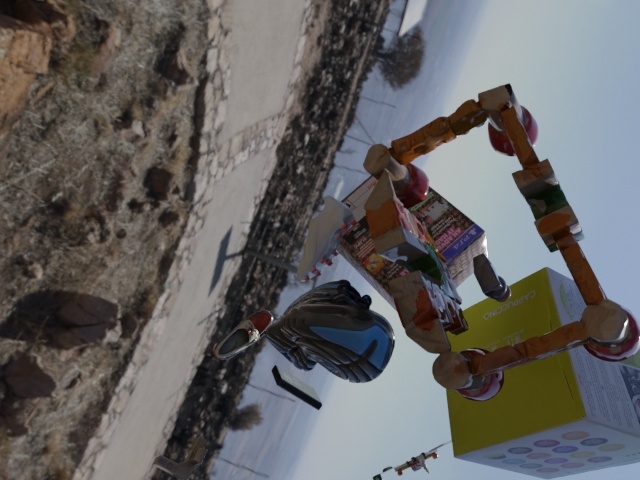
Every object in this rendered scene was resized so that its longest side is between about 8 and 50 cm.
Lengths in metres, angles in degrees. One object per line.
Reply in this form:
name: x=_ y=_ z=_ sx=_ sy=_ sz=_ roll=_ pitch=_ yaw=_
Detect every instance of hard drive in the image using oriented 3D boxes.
hard drive: x=-0.061 y=0.380 z=1.402 sx=0.022 sy=0.135 sz=0.094 roll=-54 pitch=-162 yaw=0

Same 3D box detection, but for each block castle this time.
block castle: x=0.274 y=0.009 z=0.886 sx=0.212 sy=0.302 sz=0.454 roll=26 pitch=43 yaw=-56

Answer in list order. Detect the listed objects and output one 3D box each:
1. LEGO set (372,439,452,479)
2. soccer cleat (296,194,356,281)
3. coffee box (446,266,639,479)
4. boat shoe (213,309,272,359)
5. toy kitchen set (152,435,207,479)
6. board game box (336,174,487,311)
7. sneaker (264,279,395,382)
LEGO set: x=0.246 y=0.605 z=1.442 sx=0.182 sy=0.060 sz=0.244 roll=-41 pitch=151 yaw=28
soccer cleat: x=0.000 y=0.000 z=1.039 sx=0.068 sy=0.076 sz=0.196 roll=-19 pitch=149 yaw=-47
coffee box: x=0.515 y=0.318 z=1.237 sx=0.337 sy=0.334 sz=0.338 roll=-41 pitch=-144 yaw=43
boat shoe: x=-0.146 y=0.181 z=1.043 sx=0.137 sy=0.049 sz=0.043 roll=-35 pitch=175 yaw=-21
toy kitchen set: x=-0.275 y=0.422 z=1.082 sx=0.068 sy=0.075 sz=0.083 roll=-40 pitch=-160 yaw=52
board game box: x=0.182 y=-0.001 z=1.211 sx=0.232 sy=0.291 sz=0.141 roll=-41 pitch=148 yaw=-4
sneaker: x=0.017 y=0.107 z=0.768 sx=0.140 sy=0.125 sz=0.341 roll=-48 pitch=-169 yaw=-19
